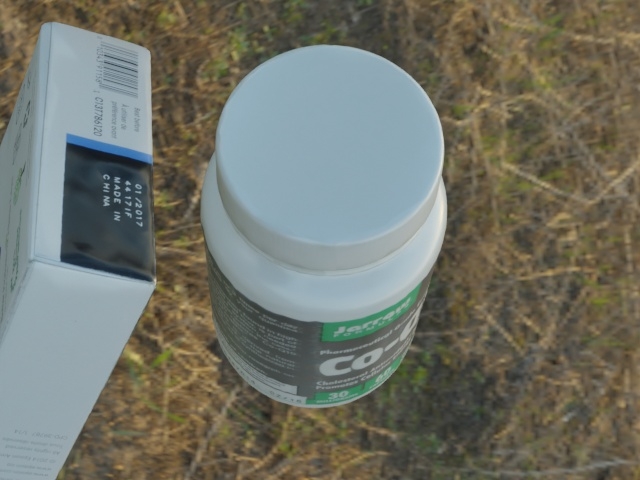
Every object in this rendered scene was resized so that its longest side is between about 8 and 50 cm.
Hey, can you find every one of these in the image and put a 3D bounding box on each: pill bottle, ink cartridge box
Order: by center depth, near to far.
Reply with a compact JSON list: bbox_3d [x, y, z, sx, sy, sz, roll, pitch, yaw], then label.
[{"bbox_3d":[-0.171,0.060,0.683,0.065,0.333,0.165,13,45,-23],"label":"ink cartridge box"},{"bbox_3d":[0.000,0.000,1.085,0.204,0.361,0.204,1,66,-1],"label":"pill bottle"}]
